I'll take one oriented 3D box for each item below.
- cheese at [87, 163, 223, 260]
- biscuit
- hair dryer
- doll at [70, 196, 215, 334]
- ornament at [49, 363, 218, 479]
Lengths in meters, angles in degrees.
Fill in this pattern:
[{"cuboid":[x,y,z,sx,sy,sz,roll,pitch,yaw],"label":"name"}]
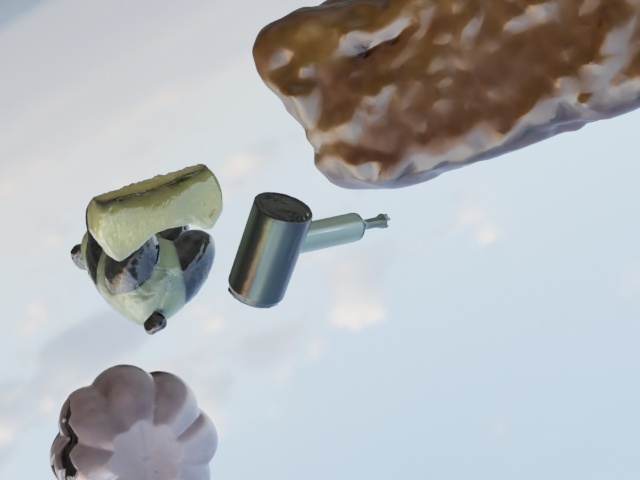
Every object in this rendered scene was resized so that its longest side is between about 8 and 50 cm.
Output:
[{"cuboid":[-0.097,-0.016,1.124,0.083,0.044,0.030,-18,-162,-21],"label":"cheese"},{"cuboid":[0.186,-0.172,1.357,0.395,0.166,0.342,-20,-177,25],"label":"biscuit"},{"cuboid":[0.000,0.000,1.775,0.197,0.057,0.100,-12,131,-45],"label":"hair dryer"},{"cuboid":[-0.232,0.023,2.367,0.234,0.143,0.135,36,-72,59],"label":"doll"},{"cuboid":[-0.199,0.218,1.992,0.177,0.177,0.177,-29,-169,6],"label":"ornament"}]
